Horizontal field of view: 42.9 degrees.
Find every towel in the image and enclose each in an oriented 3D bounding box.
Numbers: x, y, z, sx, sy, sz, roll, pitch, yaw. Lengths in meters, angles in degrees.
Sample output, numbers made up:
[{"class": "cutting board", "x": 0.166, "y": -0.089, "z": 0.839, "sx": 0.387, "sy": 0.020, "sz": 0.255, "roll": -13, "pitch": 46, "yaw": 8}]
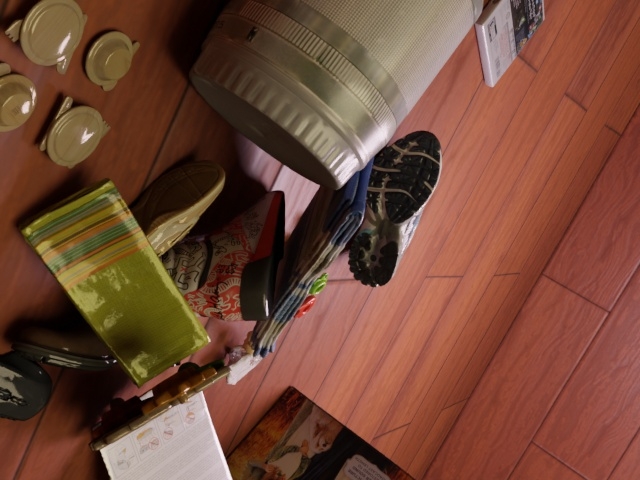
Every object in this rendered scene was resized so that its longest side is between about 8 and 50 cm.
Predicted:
[{"class": "towel", "x": -0.209, "y": 0.051, "z": 0.859, "sx": 0.102, "sy": 0.021, "sz": 0.237, "roll": -30, "pitch": 123, "yaw": -6}, {"class": "towel", "x": -0.005, "y": -0.005, "z": 1.015, "sx": 0.285, "sy": 0.034, "sz": 0.209, "roll": -57, "pitch": -168, "yaw": 38}]

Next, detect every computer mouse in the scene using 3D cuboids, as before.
[{"class": "computer mouse", "x": -0.353, "y": 0.145, "z": 0.833, "sx": 0.071, "sy": 0.041, "sz": 0.242, "roll": -54, "pitch": 153, "yaw": -3}]

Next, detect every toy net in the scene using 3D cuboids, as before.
[{"class": "toy net", "x": -0.082, "y": 0.128, "z": 1.242, "sx": 0.122, "sy": 0.045, "sz": 0.232, "roll": -14, "pitch": 145, "yaw": -54}]

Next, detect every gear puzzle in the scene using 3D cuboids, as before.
[{"class": "gear puzzle", "x": -0.196, "y": 0.183, "z": 0.956, "sx": 0.175, "sy": 0.044, "sz": 0.339, "roll": -29, "pitch": 176, "yaw": -21}]

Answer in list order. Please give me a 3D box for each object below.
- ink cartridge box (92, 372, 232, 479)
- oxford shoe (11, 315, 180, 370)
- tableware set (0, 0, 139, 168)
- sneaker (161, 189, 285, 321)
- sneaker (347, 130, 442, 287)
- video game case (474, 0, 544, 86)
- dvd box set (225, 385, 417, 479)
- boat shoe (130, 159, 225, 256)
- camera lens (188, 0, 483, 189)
[{"class": "ink cartridge box", "x": -0.232, "y": 0.323, "z": 1.187, "sx": 0.189, "sy": 0.066, "sz": 0.232, "roll": -31, "pitch": 108, "yaw": -43}, {"class": "oxford shoe", "x": -0.253, "y": 0.100, "z": 0.936, "sx": 0.227, "sy": 0.083, "sz": 0.096, "roll": 6, "pitch": 90, "yaw": -57}, {"class": "tableware set", "x": -0.235, "y": -0.142, "z": 0.739, "sx": 0.141, "sy": 0.020, "sz": 0.169, "roll": -56, "pitch": 155, "yaw": 4}, {"class": "sneaker", "x": -0.123, "y": 0.007, "z": 1.021, "sx": 0.270, "sy": 0.145, "sz": 0.090, "roll": -83, "pitch": 174, "yaw": -61}, {"class": "sneaker", "x": 0.127, "y": -0.065, "z": 1.383, "sx": 0.283, "sy": 0.110, "sz": 0.122, "roll": -67, "pitch": 170, "yaw": 25}, {"class": "video game case", "x": 0.337, "y": -0.389, "z": 1.437, "sx": 0.173, "sy": 0.022, "sz": 0.190, "roll": -52, "pitch": 153, "yaw": -9}, {"class": "dvd box set", "x": -0.073, "y": 0.497, "z": 1.408, "sx": 0.420, "sy": 0.307, "sz": 0.062, "roll": -46, "pitch": 149, "yaw": -20}, {"class": "boat shoe", "x": -0.177, "y": -0.025, "z": 0.928, "sx": 0.170, "sy": 0.063, "sz": 0.059, "roll": -39, "pitch": 153, "yaw": -14}, {"class": "camera lens", "x": 0.021, "y": -0.220, "z": 0.860, "sx": 0.274, "sy": 0.219, "sz": 0.219, "roll": -54, "pitch": 154, "yaw": -6}]
